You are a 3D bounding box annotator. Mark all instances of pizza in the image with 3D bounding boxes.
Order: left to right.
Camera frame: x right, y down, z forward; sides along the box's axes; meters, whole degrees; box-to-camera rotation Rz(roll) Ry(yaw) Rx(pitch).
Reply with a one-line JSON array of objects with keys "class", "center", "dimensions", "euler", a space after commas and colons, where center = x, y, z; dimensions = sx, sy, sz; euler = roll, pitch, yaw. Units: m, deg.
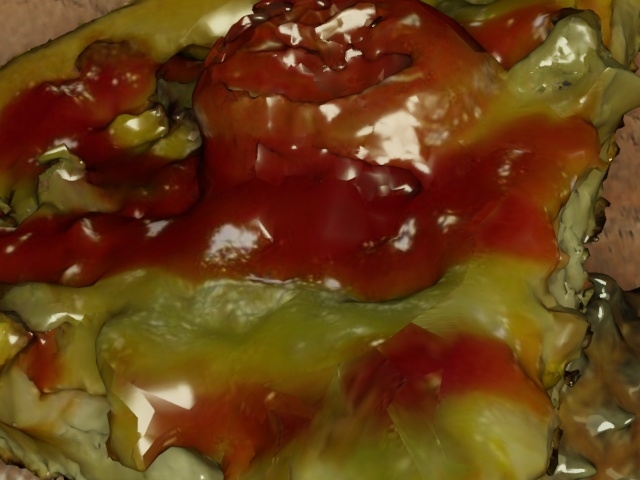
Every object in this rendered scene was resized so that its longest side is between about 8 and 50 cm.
[{"class": "pizza", "center": [0.000, 0.000, 0.679], "dimensions": [0.440, 0.406, 0.130], "euler": [-26, 130, -2]}]

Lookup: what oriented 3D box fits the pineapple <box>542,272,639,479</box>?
[{"class": "pineapple", "center": [0.175, 0.096, 0.823], "dimensions": [0.361, 0.175, 0.175], "euler": [7, 82, -27]}]
